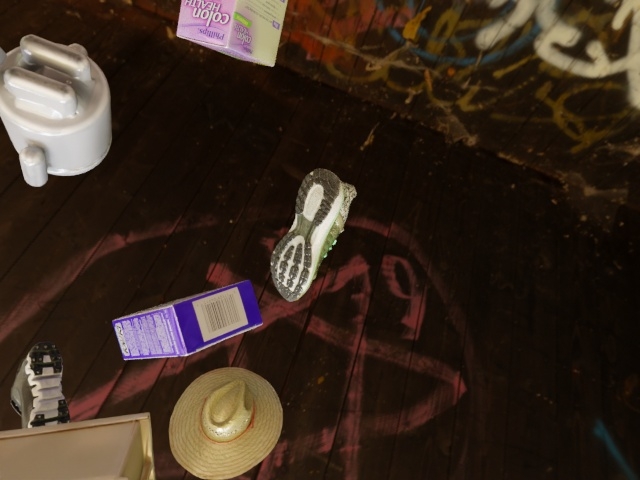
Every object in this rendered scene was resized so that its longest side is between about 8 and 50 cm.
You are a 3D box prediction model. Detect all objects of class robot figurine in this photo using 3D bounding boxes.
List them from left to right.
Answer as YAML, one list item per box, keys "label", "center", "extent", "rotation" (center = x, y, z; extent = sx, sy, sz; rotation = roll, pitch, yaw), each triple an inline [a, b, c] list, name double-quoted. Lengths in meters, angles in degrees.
- label: "robot figurine"
  center: [-0.542, -0.261, 0.981]
  extent: [0.199, 0.353, 0.300]
  rotation: [21, -113, -16]

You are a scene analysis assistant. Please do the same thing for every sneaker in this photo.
- label: "sneaker"
  center: [-0.560, 0.328, 0.939]
  extent: [0.078, 0.106, 0.235]
  rotation: [13, -123, -54]
- label: "sneaker"
  center: [0.000, 0.000, 1.357]
  extent: [0.182, 0.411, 0.158]
  rotation: [0, -148, -48]

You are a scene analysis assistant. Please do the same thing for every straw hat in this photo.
- label: "straw hat"
  center: [-0.110, 0.202, 0.566]
  extent: [0.144, 0.061, 0.145]
  rotation: [7, -135, -7]

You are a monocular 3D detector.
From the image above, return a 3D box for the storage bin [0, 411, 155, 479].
- label: "storage bin"
  center: [-0.321, 0.354, 0.517]
  extent: [0.262, 0.123, 0.261]
  rotation: [-3, -81, -11]

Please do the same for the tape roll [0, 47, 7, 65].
- label: "tape roll"
  center: [-0.614, -0.327, 0.725]
  extent: [0.219, 0.219, 0.072]
  rotation: [28, -99, 2]

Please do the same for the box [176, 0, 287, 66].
- label: "box"
  center: [-0.161, -0.502, 0.953]
  extent: [0.117, 0.243, 0.213]
  rotation: [18, -164, 15]

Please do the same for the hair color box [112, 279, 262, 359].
- label: "hair color box"
  center: [-0.304, 0.181, 1.048]
  extent: [0.185, 0.338, 0.110]
  rotation: [-16, -90, -43]
